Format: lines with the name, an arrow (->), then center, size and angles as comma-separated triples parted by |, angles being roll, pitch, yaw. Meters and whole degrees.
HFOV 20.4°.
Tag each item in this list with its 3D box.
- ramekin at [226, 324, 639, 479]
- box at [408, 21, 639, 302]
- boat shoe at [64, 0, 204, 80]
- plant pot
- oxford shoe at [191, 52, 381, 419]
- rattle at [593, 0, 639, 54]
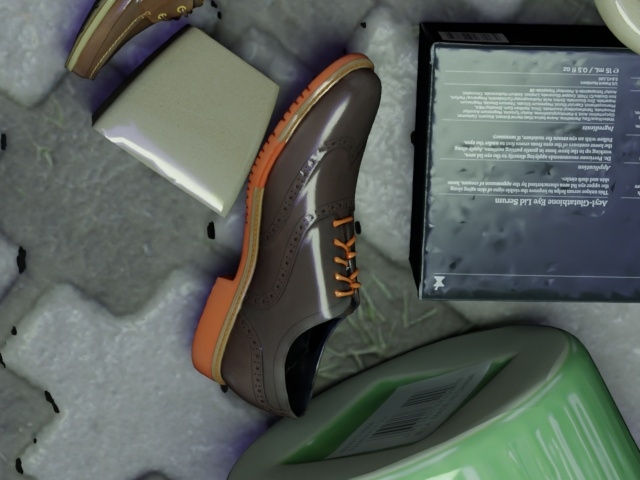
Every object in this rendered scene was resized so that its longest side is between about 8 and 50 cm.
ramekin -> 0.081, 0.179, 1.229 | 0.303, 0.303, 0.148 | -23, 100, 6
box -> 0.198, -0.055, 1.251 | 0.261, 0.103, 0.184 | 1, 105, -3
boat shoe -> -0.108, -0.176, 1.220 | 0.060, 0.064, 0.178 | 38, 101, -11
plant pot -> -0.086, -0.090, 1.232 | 0.109, 0.109, 0.096 | 35, 92, -11
oxford shoe -> 0.000, 0.000, 1.250 | 0.098, 0.097, 0.271 | 33, 118, 26
rattle -> 0.238, -0.143, 1.176 | 0.200, 0.142, 0.130 | 48, 61, -11
